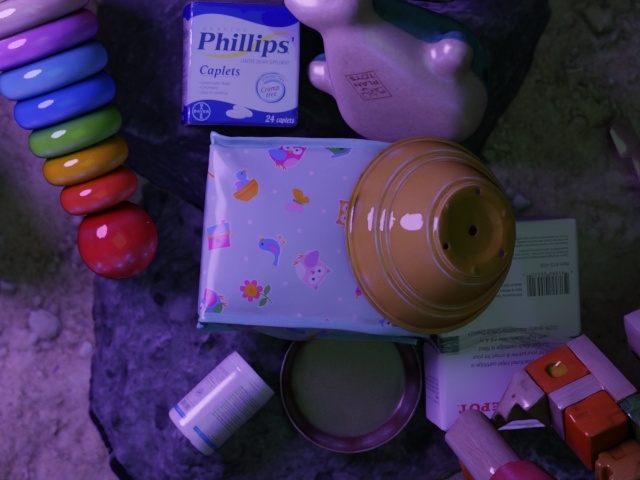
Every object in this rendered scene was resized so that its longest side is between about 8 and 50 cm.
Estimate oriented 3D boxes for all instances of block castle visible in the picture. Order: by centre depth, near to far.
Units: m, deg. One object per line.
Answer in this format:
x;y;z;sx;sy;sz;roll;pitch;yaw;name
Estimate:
0.385;0.258;1.665;0.453;0.213;0.303;-24;129;-11;block castle

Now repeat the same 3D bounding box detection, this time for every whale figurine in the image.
0.078;-0.216;1.654;0.272;0.216;0.141;43;55;-39;whale figurine

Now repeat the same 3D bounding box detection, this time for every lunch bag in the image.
0.000;0.000;1.669;0.262;0.160;0.223;3;82;-5;lunch bag

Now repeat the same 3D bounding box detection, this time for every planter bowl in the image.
0.141;-0.009;1.605;0.217;0.090;0.217;2;86;-30;planter bowl

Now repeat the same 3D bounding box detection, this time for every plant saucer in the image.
0.034;0.163;1.762;0.168;0.029;0.168;-1;93;-10;plant saucer

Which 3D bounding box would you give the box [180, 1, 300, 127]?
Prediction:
-0.091;-0.196;1.699;0.126;0.072;0.137;1;92;-10;box

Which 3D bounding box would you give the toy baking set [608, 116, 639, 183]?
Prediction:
0.458;-0.068;1.822;0.256;0.030;0.196;3;87;-16;toy baking set

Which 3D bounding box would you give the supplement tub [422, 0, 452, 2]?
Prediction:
0.003;-0.376;1.637;0.338;0.207;0.207;4;92;-10;supplement tub

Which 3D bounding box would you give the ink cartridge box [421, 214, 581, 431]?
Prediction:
0.207;0.094;1.750;0.172;0.100;0.237;-3;93;-10;ink cartridge box

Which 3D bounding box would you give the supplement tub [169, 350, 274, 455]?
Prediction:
-0.113;0.186;1.717;0.107;0.071;0.071;-42;99;-5;supplement tub

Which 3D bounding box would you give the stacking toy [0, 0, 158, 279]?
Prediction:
-0.265;-0.114;1.657;0.141;0.141;0.330;-22;104;-8;stacking toy
